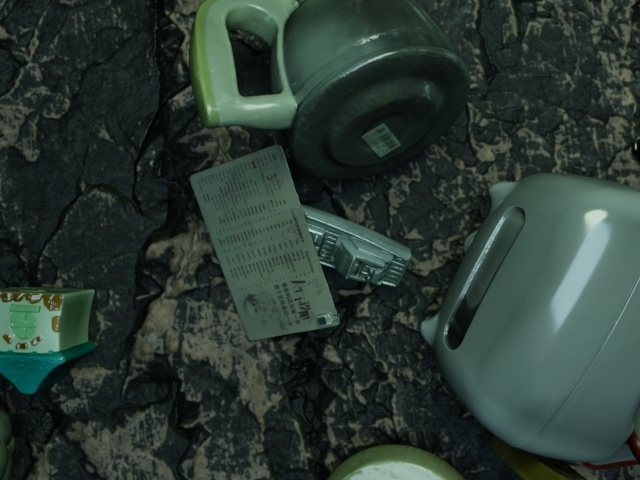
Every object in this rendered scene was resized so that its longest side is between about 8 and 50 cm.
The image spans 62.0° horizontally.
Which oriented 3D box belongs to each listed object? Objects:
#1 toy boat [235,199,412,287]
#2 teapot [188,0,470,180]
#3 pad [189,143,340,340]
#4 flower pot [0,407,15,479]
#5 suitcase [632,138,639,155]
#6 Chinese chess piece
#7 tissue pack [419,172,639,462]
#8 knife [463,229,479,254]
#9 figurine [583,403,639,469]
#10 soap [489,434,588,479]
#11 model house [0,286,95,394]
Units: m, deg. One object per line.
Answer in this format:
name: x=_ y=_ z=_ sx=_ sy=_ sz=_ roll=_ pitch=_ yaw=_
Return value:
toy boat: x=0.000 y=0.000 z=0.760 sx=0.260 sy=0.085 sz=0.078 roll=21 pitch=123 yaw=3
teapot: x=0.004 y=-0.218 z=0.705 sx=0.321 sy=0.239 sz=0.240 roll=-21 pitch=65 yaw=-1
pad: x=-0.082 y=0.013 z=0.754 sx=0.159 sy=0.009 sz=0.265 roll=-15 pitch=98 yaw=25
flower pot: x=-0.558 y=0.313 z=0.723 sx=0.245 sy=0.195 sz=0.246 roll=0 pitch=90 yaw=3
suitcase: x=0.599 y=-0.044 z=0.669 sx=0.152 sy=0.229 sz=0.335 roll=-34 pitch=87 yaw=2
Chinese chess piece: x=0.106 y=0.410 z=0.725 sx=0.250 sy=0.101 sz=0.251 roll=-1 pitch=81 yaw=8
tissue pack: x=0.286 y=0.082 z=0.662 sx=0.235 sy=0.229 sz=0.333 roll=22 pitch=102 yaw=-9
knife: x=0.320 y=0.009 z=0.779 sx=0.221 sy=0.031 sz=0.064 roll=1 pitch=103 yaw=-1
figurine: x=0.443 y=0.235 z=0.673 sx=0.160 sy=0.226 sz=0.184 roll=-9 pitch=89 yaw=3
soap: x=0.293 y=0.297 z=0.664 sx=0.092 sy=0.252 sz=0.037 roll=25 pitch=86 yaw=3
model house: x=-0.406 y=0.142 z=0.769 sx=0.126 sy=0.100 sz=0.149 roll=1 pitch=91 yaw=3
